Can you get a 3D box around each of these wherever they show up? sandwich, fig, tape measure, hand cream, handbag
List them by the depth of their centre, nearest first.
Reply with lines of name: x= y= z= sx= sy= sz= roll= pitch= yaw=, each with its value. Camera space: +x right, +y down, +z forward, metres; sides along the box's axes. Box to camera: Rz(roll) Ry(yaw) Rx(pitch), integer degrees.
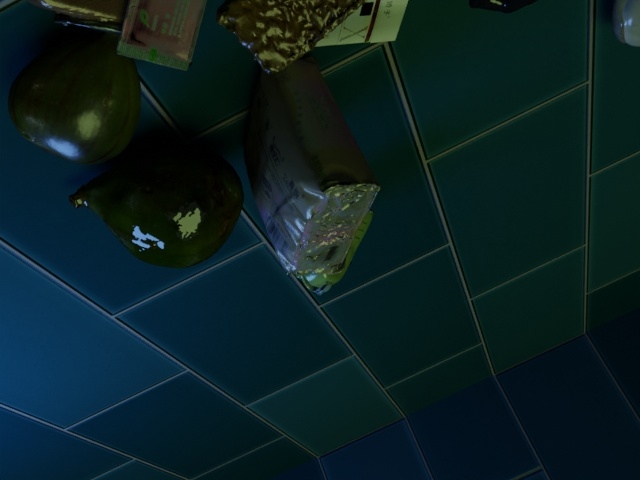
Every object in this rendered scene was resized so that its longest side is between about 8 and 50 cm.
hand cream: x=-0.135 y=-0.315 z=0.750 sx=0.079 sy=0.050 sz=0.275 roll=15 pitch=106 yaw=-13
sandwich: x=0.039 y=-0.329 z=0.771 sx=0.301 sy=0.271 sz=0.099 roll=-37 pitch=116 yaw=19
handbag: x=-0.217 y=-0.292 z=0.771 sx=0.193 sy=0.072 sz=0.151 roll=4 pitch=104 yaw=-37
fig: x=-0.267 y=-0.218 z=0.887 sx=0.151 sy=0.151 sz=0.259 roll=16 pitch=109 yaw=-45
fig: x=-0.241 y=-0.062 z=1.077 sx=0.245 sy=0.195 sz=0.195 roll=17 pitch=142 yaw=3
tape measure: x=0.000 y=0.000 z=1.314 sx=0.087 sy=0.154 sz=0.177 roll=19 pitch=98 yaw=-51

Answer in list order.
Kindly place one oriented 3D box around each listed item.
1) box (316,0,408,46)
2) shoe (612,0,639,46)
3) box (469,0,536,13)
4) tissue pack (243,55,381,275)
box: x=0.037 y=-0.307 z=0.993 sx=0.154 sy=0.040 sz=0.084 roll=-9 pitch=144 yaw=-19
shoe: x=0.625 y=-0.387 z=1.100 sx=0.351 sy=0.198 sz=0.172 roll=-31 pitch=146 yaw=10
box: x=0.216 y=-0.381 z=0.705 sx=0.073 sy=0.288 sz=0.290 roll=8 pitch=-176 yaw=-3
tissue pack: x=-0.030 y=-0.104 z=1.045 sx=0.123 sy=0.256 sz=0.215 roll=-10 pitch=147 yaw=-26
